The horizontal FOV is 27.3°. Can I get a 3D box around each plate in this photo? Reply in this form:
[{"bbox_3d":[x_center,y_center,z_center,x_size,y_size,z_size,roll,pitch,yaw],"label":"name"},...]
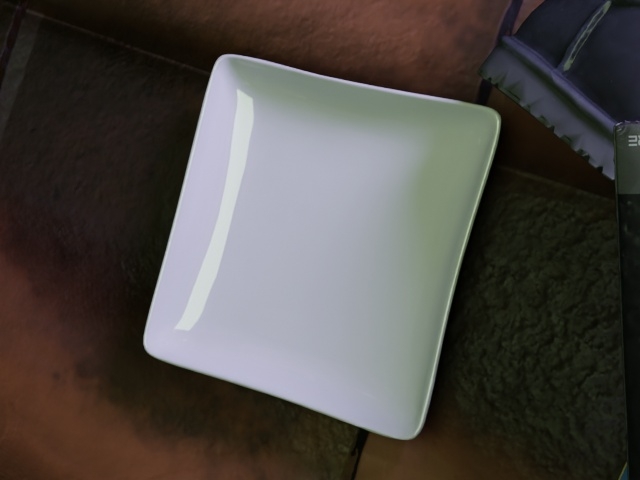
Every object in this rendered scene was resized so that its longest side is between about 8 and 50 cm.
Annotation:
[{"bbox_3d":[0.000,0.000,1.123,0.277,0.045,0.278,15,91,26],"label":"plate"}]

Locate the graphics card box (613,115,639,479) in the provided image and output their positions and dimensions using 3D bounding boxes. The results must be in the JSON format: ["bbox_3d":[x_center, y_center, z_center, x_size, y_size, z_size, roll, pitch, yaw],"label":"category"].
[{"bbox_3d":[0.288,0.110,0.724,0.232,0.094,0.371,0,100,32],"label":"graphics card box"}]

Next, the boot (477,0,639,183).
[{"bbox_3d":[0.345,-0.208,0.879,0.445,0.146,0.367,-52,46,11],"label":"boot"}]

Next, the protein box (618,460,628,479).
[{"bbox_3d":[0.306,0.202,0.898,0.199,0.136,0.201,25,96,27],"label":"protein box"}]
